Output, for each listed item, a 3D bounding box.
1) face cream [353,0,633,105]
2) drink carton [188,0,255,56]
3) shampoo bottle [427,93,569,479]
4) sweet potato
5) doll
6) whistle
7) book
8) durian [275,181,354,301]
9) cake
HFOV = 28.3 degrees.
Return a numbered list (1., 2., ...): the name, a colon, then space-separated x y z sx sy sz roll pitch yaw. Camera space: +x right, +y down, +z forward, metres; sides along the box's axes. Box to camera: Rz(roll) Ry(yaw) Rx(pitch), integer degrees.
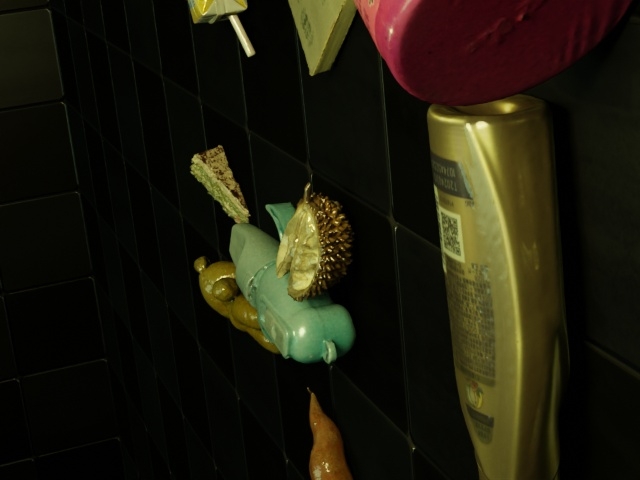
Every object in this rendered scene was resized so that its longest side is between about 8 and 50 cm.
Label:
1. face cream: 0.090 -0.213 0.822 0.175 0.175 0.195 105 147 -55
2. drink carton: -0.135 -0.328 1.615 0.084 0.074 0.200 176 84 -73
3. shampoo bottle: 0.144 0.066 0.986 0.125 0.084 0.350 -146 46 -69
4. sweet potato: 0.011 0.276 1.586 0.056 0.056 0.195 118 142 -64
5. doll: -0.092 0.080 1.730 0.137 0.097 0.209 42 179 -34
6. whistle: -0.045 0.064 1.525 0.274 0.093 0.186 50 142 48
7. book: -0.014 -0.345 1.310 0.215 0.025 0.282 117 140 -62
8. durian: 0.000 -0.001 1.409 0.110 0.071 0.140 40 130 51
9. cake: -0.146 -0.074 1.846 0.051 0.055 0.140 109 144 -47
